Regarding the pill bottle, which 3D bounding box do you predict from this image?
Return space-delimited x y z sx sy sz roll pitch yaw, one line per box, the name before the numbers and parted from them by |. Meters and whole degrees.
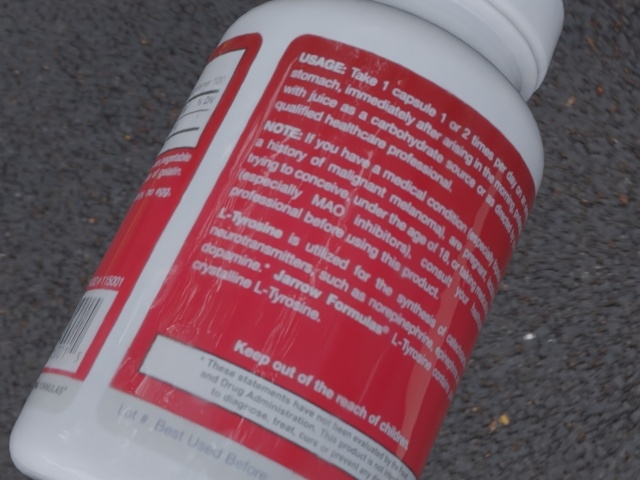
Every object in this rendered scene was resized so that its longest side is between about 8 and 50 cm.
pill bottle | 0.000 0.000 0.732 0.229 0.229 0.408 19 71 21
